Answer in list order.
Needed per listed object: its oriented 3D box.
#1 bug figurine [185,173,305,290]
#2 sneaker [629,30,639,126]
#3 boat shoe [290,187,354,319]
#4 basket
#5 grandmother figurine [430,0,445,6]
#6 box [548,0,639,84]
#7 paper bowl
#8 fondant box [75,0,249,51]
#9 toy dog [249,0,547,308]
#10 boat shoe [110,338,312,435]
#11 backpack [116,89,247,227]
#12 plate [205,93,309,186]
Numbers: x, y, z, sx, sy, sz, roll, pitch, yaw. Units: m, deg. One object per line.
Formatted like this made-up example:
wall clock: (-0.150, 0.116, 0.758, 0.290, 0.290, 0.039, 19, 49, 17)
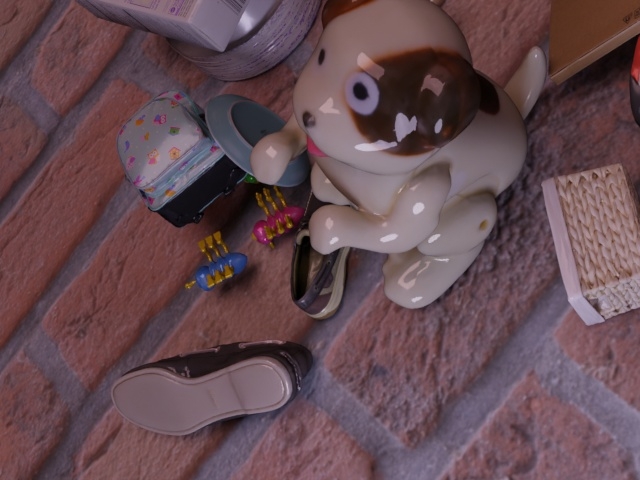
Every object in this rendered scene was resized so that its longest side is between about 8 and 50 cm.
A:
bug figurine: (-0.131, -0.050, 1.574, 0.216, 0.072, 0.279, -24, 54, 14)
sneaker: (0.490, -0.263, 1.262, 0.145, 0.090, 0.270, 11, 74, 37)
boat shoe: (-0.001, 0.001, 1.469, 0.080, 0.073, 0.223, -5, 68, 31)
basket: (0.346, 0.003, 1.229, 0.103, 0.113, 0.167, -17, 62, 21)
grandmother figurine: (0.098, -0.334, 1.531, 0.208, 0.104, 0.342, -14, 57, 60)
box: (0.385, -0.314, 1.325, 0.201, 0.021, 0.164, -32, 35, 43)
paper bowl: (-0.150, -0.426, 1.699, 0.284, 0.148, 0.284, -13, 64, 29)
fondant box: (-0.238, -0.456, 1.615, 0.330, 0.096, 0.238, 23, 84, 37)
toy dog: (0.113, -0.134, 1.233, 0.395, 0.408, 0.284, -29, 66, 8)
boat shoe: (-0.159, 0.213, 1.483, 0.335, 0.095, 0.112, -13, 100, 32)
backpack: (-0.228, -0.138, 1.541, 0.166, 0.144, 0.188, -42, 50, 6)
plate: (-0.089, -0.159, 1.523, 0.024, 0.188, 0.188, -48, 51, 32)
